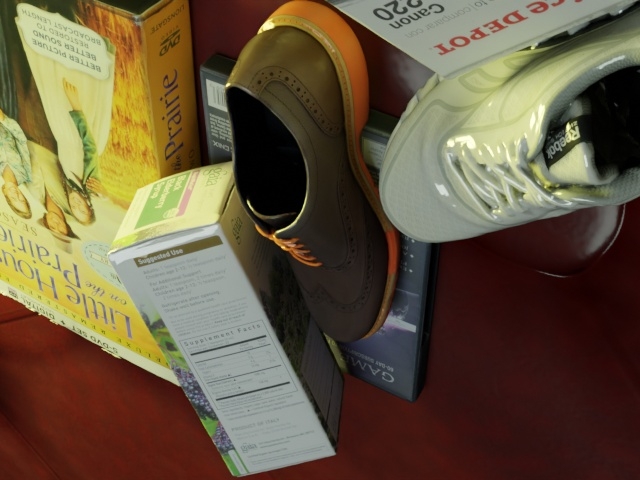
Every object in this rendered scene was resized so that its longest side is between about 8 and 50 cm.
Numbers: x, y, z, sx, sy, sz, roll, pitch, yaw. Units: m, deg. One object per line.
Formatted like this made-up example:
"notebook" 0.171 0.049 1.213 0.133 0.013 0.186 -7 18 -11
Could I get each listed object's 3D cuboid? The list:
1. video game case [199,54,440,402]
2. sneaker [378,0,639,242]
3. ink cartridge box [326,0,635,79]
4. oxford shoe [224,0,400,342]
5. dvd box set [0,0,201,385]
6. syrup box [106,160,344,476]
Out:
"video game case" 0.000 0.000 0.802 0.196 0.026 0.274 23 140 22
"sneaker" 0.124 -0.059 0.555 0.110 0.118 0.292 47 140 -12
"ink cartridge box" 0.045 -0.177 0.458 0.217 0.092 0.158 23 155 -35
"oxford shoe" -0.014 -0.020 0.693 0.096 0.098 0.271 12 134 31
"dvd box set" -0.241 -0.077 0.899 0.307 0.062 0.421 25 139 20
"syrup box" -0.066 0.065 0.800 0.096 0.093 0.237 -16 120 16
